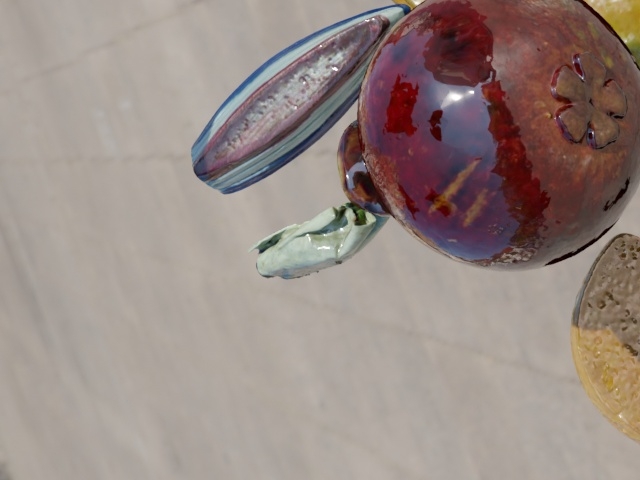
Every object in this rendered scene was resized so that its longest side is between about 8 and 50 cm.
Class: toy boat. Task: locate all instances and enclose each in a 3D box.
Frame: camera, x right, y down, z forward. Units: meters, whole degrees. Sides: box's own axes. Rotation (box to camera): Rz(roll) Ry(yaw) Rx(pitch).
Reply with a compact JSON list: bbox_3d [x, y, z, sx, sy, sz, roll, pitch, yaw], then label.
[{"bbox_3d":[-0.018,-0.122,1.542,0.080,0.229,0.046,55,-160,5],"label":"toy boat"}]

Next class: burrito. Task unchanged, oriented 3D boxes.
[{"bbox_3d":[0.003,0.000,1.453,0.118,0.074,0.044,-23,74,53],"label":"burrito"}]

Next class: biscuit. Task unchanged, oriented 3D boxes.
[{"bbox_3d":[0.297,0.099,1.658,0.029,0.142,0.221,99,147,-72],"label":"biscuit"}]

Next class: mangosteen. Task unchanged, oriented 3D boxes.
[{"bbox_3d":[0.114,-0.077,1.357,0.257,0.215,0.215,-18,93,54],"label":"mangosteen"}]

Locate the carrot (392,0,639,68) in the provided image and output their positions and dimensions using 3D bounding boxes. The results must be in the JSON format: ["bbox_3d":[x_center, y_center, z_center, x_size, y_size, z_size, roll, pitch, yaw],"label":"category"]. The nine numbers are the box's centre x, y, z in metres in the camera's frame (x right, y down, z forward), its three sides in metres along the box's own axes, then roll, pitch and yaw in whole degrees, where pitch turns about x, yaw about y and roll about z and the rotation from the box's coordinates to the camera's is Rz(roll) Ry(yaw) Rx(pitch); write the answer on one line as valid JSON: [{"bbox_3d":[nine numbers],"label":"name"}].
[{"bbox_3d":[0.205,-0.195,1.615,0.241,0.340,0.242,-10,-90,-70],"label":"carrot"}]
